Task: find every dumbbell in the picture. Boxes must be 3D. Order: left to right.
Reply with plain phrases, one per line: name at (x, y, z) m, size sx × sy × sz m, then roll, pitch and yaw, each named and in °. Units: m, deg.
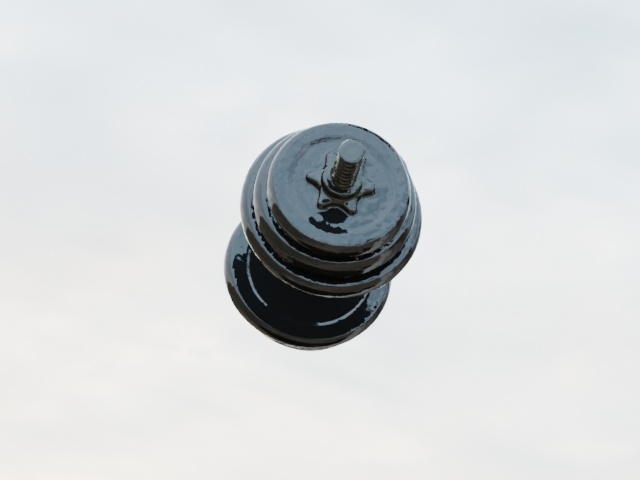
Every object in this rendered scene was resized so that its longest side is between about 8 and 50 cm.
dumbbell at (0.000, 0.000, 0.872) m, size 0.099 × 0.099 × 0.208 m, roll 7°, pitch -26°, yaw -7°
